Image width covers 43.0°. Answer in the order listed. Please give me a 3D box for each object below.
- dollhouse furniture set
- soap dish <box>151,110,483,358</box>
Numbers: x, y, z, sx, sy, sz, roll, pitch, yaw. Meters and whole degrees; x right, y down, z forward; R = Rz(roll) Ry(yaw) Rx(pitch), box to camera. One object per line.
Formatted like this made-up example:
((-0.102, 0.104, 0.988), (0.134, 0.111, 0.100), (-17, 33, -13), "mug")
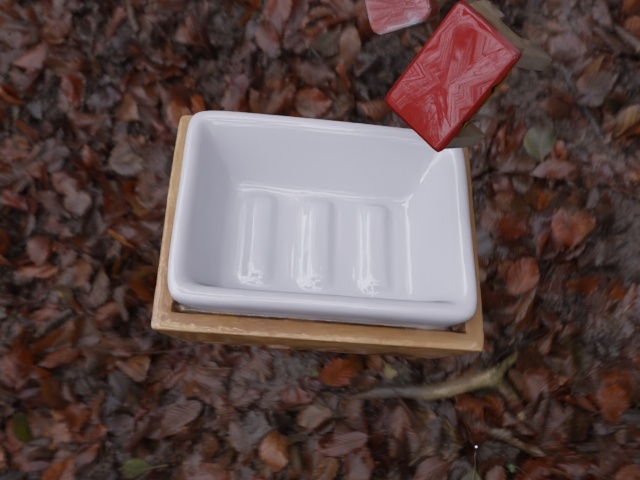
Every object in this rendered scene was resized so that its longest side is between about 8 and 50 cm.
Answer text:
((0.128, -0.260, 0.566), (0.201, 0.152, 0.374), (47, 120, 14), "dollhouse furniture set")
((0.000, 0.000, 0.771), (0.290, 0.118, 0.229), (5, 59, -6), "soap dish")
